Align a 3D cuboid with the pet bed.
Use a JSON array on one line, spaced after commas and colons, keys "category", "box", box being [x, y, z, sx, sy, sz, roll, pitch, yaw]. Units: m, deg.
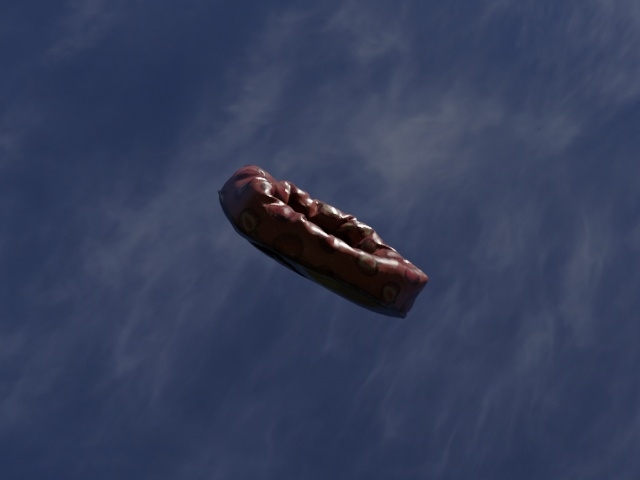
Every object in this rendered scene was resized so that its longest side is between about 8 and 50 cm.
[{"category": "pet bed", "box": [0.000, 0.000, 0.984, 0.201, 0.201, 0.053, 33, -84, 6]}]
